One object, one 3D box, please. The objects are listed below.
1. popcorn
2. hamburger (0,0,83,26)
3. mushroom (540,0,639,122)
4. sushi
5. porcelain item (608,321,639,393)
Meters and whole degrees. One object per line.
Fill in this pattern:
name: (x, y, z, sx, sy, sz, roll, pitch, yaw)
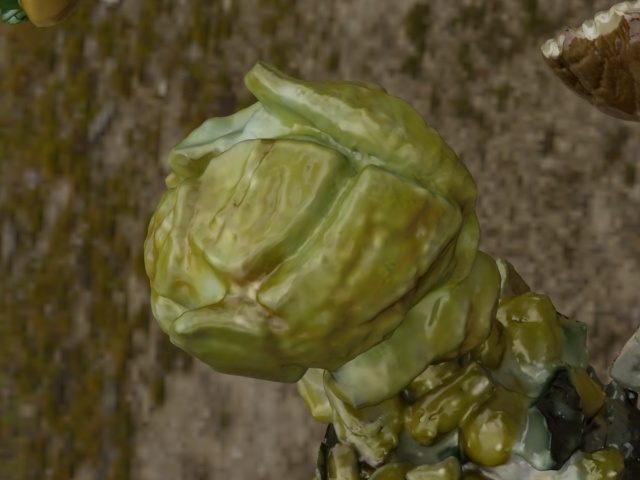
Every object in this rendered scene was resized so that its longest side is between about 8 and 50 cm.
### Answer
popcorn: (0.001, 0.006, 1.334, 0.276, 0.276, 0.225, -5, 66, 62)
hamburger: (-0.157, -0.177, 0.839, 0.162, 0.115, 0.162, 178, 90, -88)
mushroom: (0.247, -0.217, 1.423, 0.208, 0.233, 0.301, -47, 70, 8)
sushi: (0.144, 0.180, 1.574, 0.328, 0.329, 0.285, -79, -14, -45)
porcelain item: (0.316, 0.126, 1.284, 0.216, 0.081, 0.069, 39, 139, 12)
